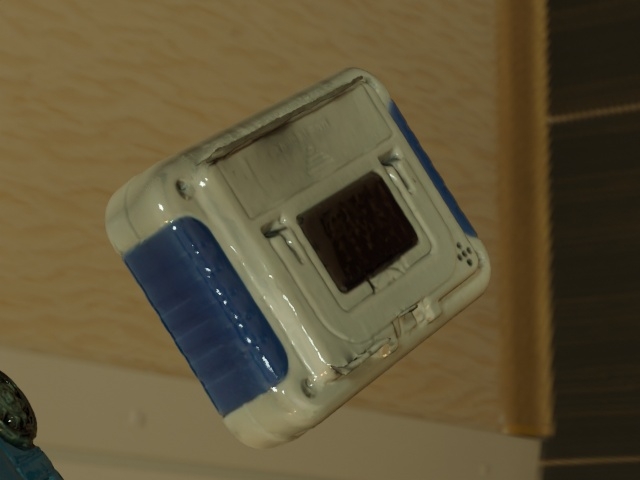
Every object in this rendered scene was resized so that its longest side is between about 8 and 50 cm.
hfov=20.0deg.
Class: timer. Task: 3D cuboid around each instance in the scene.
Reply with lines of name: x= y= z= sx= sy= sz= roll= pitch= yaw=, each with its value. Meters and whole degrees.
timer: x=0.000 y=0.000 z=1.100 sx=0.078 sy=0.253 sz=0.178 roll=-32 pitch=91 yaw=38

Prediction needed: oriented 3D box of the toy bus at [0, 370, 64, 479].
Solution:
toy bus: x=-0.124 y=0.106 z=0.575 sx=0.090 sy=0.106 sz=0.184 roll=-37 pitch=87 yaw=15
